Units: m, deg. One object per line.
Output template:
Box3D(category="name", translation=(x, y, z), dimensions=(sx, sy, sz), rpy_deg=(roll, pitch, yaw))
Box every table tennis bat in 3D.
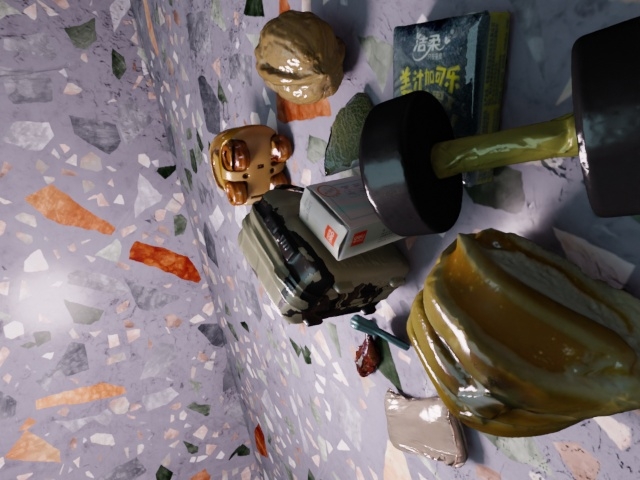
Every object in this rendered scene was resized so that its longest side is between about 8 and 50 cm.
Box3D(category="table tennis bat", translation=(0.138, 0.218, 0.965), dimensions=(0.124, 0.201, 0.033), rpy_deg=(22, 83, 48))

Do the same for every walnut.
Box3D(category="walnut", translation=(-0.047, -0.409, 0.905), dimensions=(0.245, 0.198, 0.198), rpy_deg=(47, 142, 42))

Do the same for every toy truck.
Box3D(category="toy truck", translation=(-0.225, -0.237, 1.270), dimensions=(0.211, 0.204, 0.288), rpy_deg=(47, 143, 40))

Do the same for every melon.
Box3D(category="melon", translation=(0.095, -0.221, 0.896), dimensions=(0.140, 0.093, 0.202), rpy_deg=(23, 98, 20))

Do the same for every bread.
Box3D(category="bread", translation=(0.269, 0.169, 0.619), dimensions=(0.300, 0.210, 0.341), rpy_deg=(38, 154, 16))

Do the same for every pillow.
Box3D(category="pillow", translation=(0.250, 0.458, 1.000), dimensions=(0.270, 0.067, 0.173), rpy_deg=(-27, 77, 59))

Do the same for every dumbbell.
Box3D(category="dumbbell", translation=(0.231, -0.117, 0.504), dimensions=(0.322, 0.204, 0.203), rpy_deg=(-6, 101, 39))

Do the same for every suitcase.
Box3D(category="suitcase", translation=(0.000, 0.000, 0.891), dimensions=(0.194, 0.352, 0.339), rpy_deg=(-52, 57, 27))

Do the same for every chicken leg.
Box3D(category="chicken leg", translation=(0.131, 0.315, 1.141), dimensions=(0.093, 0.053, 0.205), rpy_deg=(-115, 32, -41))

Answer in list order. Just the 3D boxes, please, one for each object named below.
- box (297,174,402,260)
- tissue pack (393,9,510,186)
Box3D(category="box", translation=(0.101, -0.062, 0.765), dimensions=(0.135, 0.269, 0.079), rpy_deg=(47, 139, 32))
Box3D(category="tissue pack", translation=(0.208, -0.234, 0.683), dimensions=(0.185, 0.081, 0.257), rpy_deg=(27, 128, 50))
